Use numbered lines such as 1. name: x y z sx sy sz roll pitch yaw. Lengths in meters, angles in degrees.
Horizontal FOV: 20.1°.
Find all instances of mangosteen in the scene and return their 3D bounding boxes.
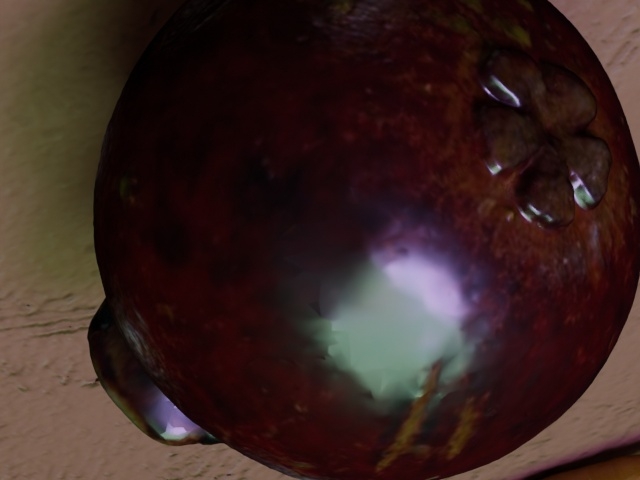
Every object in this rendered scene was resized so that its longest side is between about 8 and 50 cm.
1. mangosteen: 0.000 0.000 0.711 0.215 0.215 0.257 16 151 -34

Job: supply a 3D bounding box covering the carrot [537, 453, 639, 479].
1. carrot: 0.083 0.192 1.076 0.336 0.069 0.069 -29 140 11
